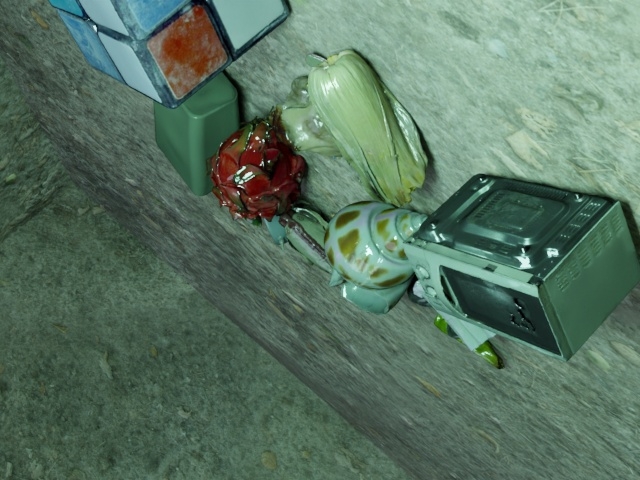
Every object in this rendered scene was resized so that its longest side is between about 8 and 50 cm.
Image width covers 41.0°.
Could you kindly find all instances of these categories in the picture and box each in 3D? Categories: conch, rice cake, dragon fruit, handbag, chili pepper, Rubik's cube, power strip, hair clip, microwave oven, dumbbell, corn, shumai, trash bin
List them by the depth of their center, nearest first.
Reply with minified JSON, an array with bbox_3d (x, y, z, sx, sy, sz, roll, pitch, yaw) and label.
[{"bbox_3d":[0.316,0.024,1.374,0.295,0.237,0.181,20,147,53],"label":"microwave oven"},{"bbox_3d":[-0.298,-0.476,1.535,0.318,0.316,0.313,31,156,40],"label":"Rubik's cube"},{"bbox_3d":[0.089,-0.202,1.569,0.305,0.123,0.122,53,158,-22],"label":"corn"},{"bbox_3d":[0.027,-0.310,1.636,0.137,0.022,0.054,42,162,8],"label":"hair clip"},{"bbox_3d":[-0.025,-0.235,1.749,0.201,0.120,0.201,43,161,19],"label":"shumai"},{"bbox_3d":[0.307,0.117,1.770,0.198,0.037,0.189,42,128,-4],"label":"rice cake"},{"bbox_3d":[0.124,0.030,1.840,0.249,0.197,0.368,55,168,-6],"label":"conch"},{"bbox_3d":[0.289,0.152,1.916,0.254,0.110,0.110,49,162,-29],"label":"dumbbell"},{"bbox_3d":[0.351,0.234,2.017,0.201,0.052,0.050,35,125,32],"label":"chili pepper"},{"bbox_3d":[-0.141,-0.179,2.019,0.234,0.234,0.293,38,123,22],"label":"dragon fruit"},{"bbox_3d":[-0.307,-0.295,2.115,0.223,0.158,0.343,52,162,17],"label":"trash bin"},{"bbox_3d":[0.000,0.000,2.166,0.235,0.127,0.213,48,-171,-3],"label":"handbag"},{"bbox_3d":[-0.126,-0.069,2.241,0.137,0.044,0.216,53,-163,-80],"label":"power strip"}]
